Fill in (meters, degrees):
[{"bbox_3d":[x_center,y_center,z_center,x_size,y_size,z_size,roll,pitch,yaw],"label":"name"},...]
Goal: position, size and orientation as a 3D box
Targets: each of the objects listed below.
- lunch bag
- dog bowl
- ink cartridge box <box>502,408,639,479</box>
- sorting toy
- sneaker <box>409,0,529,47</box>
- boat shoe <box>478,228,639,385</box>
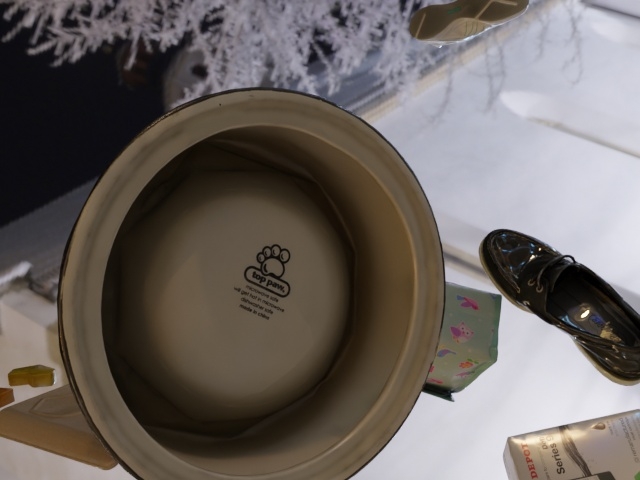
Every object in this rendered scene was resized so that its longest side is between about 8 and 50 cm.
[{"bbox_3d":[0.163,0.178,1.569,0.262,0.224,0.160,119,165,-56],"label":"lunch bag"},{"bbox_3d":[-0.078,0.056,0.917,0.408,0.150,0.407,-1,-87,-29],"label":"dog bowl"},{"bbox_3d":[0.542,0.488,1.838,0.121,0.289,0.211,79,178,-56],"label":"ink cartridge box"},{"bbox_3d":[-0.293,0.209,1.149,0.229,0.307,0.041,-23,-65,-55],"label":"sorting toy"},{"bbox_3d":[0.191,-0.281,1.126,0.061,0.152,0.053,14,-111,-57],"label":"sneaker"},{"bbox_3d":[0.390,0.082,1.423,0.127,0.340,0.113,-34,-26,-13],"label":"boat shoe"}]
